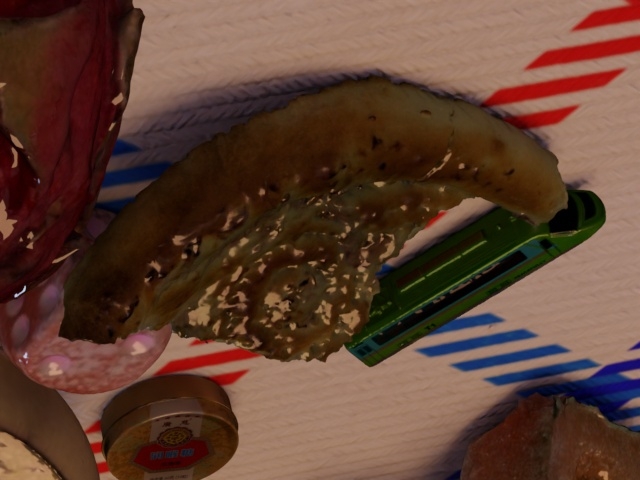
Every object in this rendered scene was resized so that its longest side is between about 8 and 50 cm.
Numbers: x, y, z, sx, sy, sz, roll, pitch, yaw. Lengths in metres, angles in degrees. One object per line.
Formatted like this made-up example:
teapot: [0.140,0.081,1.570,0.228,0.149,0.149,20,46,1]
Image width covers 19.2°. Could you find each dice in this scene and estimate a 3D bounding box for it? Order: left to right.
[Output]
dice: [-0.154,0.040,1.248,0.091,0.093,0.094,19,129,-37]

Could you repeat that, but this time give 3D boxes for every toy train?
toy train: [0.105,0.018,1.354,0.209,0.044,0.042,-32,138,19]

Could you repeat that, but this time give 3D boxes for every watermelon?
watermelon: [0.207,0.297,1.592,0.151,0.302,0.264,-13,158,41]

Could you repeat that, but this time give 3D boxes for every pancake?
pancake: [0.002,0.002,1.222,0.376,0.054,0.197,-20,127,-20]

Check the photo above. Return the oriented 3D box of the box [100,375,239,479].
box: [-0.115,0.146,1.439,0.105,0.037,0.105,-10,141,-8]

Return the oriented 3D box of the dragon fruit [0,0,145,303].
dragon fruit: [-0.237,-0.090,0.888,0.329,0.329,0.329,-10,142,-8]

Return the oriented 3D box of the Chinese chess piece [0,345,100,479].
Chinese chess piece: [-0.285,0.192,1.308,0.270,0.112,0.270,-5,119,-10]
